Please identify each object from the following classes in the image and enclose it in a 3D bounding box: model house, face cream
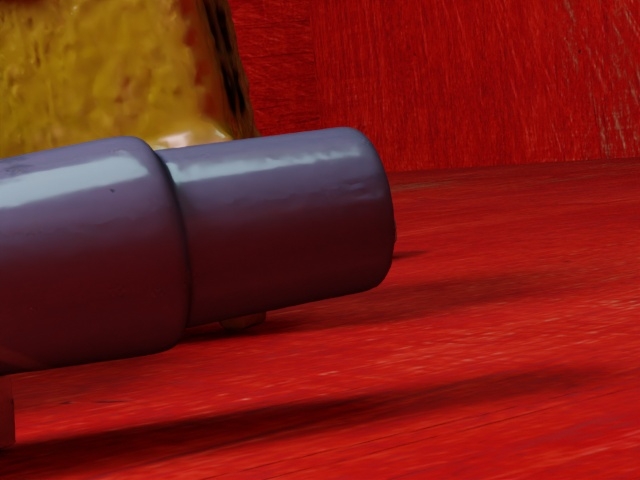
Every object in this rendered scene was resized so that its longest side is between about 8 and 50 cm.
[{"bbox_3d":[-0.127,-0.048,0.998,0.193,0.234,0.175,-15,-4,6],"label":"model house"},{"bbox_3d":[-0.159,0.017,0.645,0.385,0.086,0.135,-10,2,-19],"label":"face cream"}]

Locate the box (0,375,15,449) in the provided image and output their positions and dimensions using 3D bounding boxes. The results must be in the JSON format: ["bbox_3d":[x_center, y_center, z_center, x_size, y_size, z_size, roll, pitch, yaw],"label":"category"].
[{"bbox_3d":[-0.255,0.080,0.653,0.245,0.035,0.139,-5,4,14],"label":"box"}]

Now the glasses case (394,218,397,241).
[{"bbox_3d":[0.000,0.000,1.387,0.067,0.045,0.178,-3,4,31],"label":"glasses case"}]
